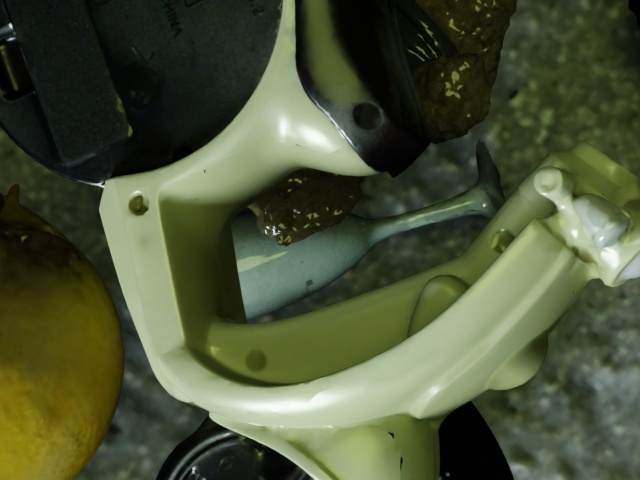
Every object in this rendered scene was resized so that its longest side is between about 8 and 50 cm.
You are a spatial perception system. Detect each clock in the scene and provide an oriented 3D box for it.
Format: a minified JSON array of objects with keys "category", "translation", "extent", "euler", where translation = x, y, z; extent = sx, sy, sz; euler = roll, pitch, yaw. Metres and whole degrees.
[{"category":"clock","translation":[-0.003,-0.035,0.752],"extent":[0.276,0.120,0.379],"euler":[-27,81,15]}]

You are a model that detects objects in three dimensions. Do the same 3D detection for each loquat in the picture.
[{"category":"loquat","translation":[-0.188,0.066,0.828],"extent":[0.172,0.149,0.204],"euler":[34,102,10]}]

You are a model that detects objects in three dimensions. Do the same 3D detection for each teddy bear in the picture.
[{"category":"teddy bear","translation":[0.036,-0.108,0.872],"extent":[0.129,0.182,0.251],"euler":[41,83,-36]}]

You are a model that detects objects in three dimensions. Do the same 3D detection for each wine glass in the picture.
[{"category":"wine glass","translation":[0.000,0.000,0.896],"extent":[0.198,0.066,0.066],"euler":[-15,83,-5]}]

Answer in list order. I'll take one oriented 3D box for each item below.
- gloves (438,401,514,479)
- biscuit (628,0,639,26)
[{"category":"gloves","translation":[-0.014,0.161,0.851],"extent":[0.219,0.131,0.140],"euler":[-35,89,22]},{"category":"biscuit","translation":[0.298,-0.107,0.931],"extent":[0.235,0.063,0.151],"euler":[-22,84,-10]}]
